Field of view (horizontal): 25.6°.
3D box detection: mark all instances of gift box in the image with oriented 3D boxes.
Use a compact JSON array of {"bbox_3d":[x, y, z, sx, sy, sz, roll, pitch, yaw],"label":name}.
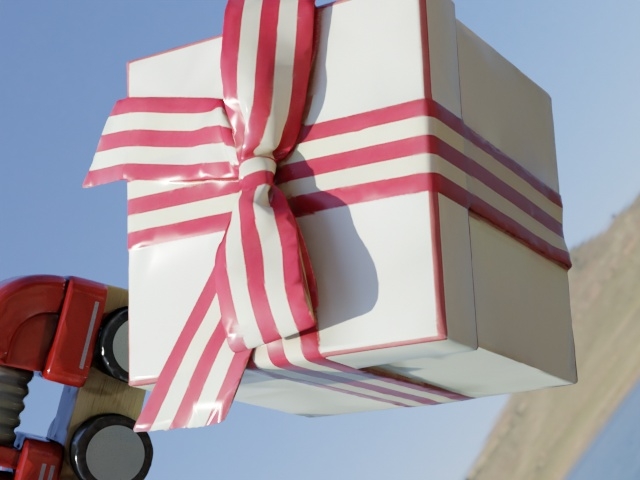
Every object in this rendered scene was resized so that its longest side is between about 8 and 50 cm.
[{"bbox_3d":[0.000,0.000,0.936,0.276,0.255,0.258,-16,-21,26],"label":"gift box"}]

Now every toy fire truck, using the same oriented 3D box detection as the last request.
[{"bbox_3d":[-0.256,0.121,1.032,0.158,0.246,0.217,176,108,-69],"label":"toy fire truck"}]
